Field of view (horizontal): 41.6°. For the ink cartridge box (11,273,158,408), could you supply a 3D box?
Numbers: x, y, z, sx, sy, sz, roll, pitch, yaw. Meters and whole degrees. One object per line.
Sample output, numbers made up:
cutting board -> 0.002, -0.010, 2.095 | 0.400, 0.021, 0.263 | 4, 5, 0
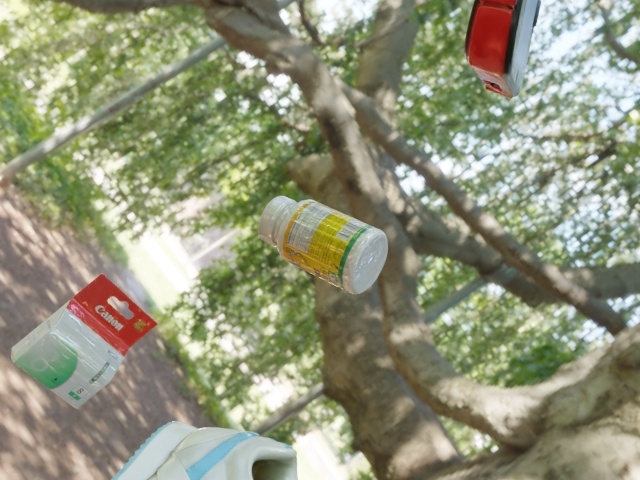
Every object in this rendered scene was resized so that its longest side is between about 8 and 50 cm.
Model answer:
ink cartridge box -> -0.444, 0.196, 1.612 | 0.181, 0.224, 0.056 | 52, -1, -39

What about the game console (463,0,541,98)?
game console -> 0.256, -0.356, 1.024 | 0.060, 0.342, 0.386 | 17, 8, 13

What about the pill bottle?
pill bottle -> 0.000, 0.000, 1.436 | 0.208, 0.118, 0.117 | 25, -21, 27

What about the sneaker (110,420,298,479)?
sneaker -> -0.080, 0.176, 0.461 | 0.229, 0.092, 0.087 | -57, 144, -62
